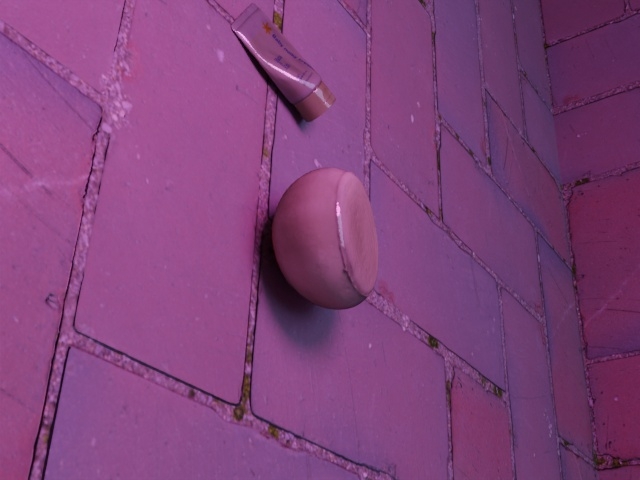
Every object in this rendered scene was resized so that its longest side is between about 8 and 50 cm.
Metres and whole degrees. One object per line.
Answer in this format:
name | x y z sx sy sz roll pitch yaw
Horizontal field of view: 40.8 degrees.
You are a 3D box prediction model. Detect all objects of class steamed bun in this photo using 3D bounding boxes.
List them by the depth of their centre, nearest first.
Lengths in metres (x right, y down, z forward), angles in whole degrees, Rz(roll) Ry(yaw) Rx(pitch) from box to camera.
steamed bun | 0.000 0.000 1.395 0.232 0.145 0.232 -8 90 -72

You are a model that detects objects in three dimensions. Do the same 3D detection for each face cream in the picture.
face cream | -0.066 -0.319 1.541 0.224 0.070 0.114 51 36 -18
